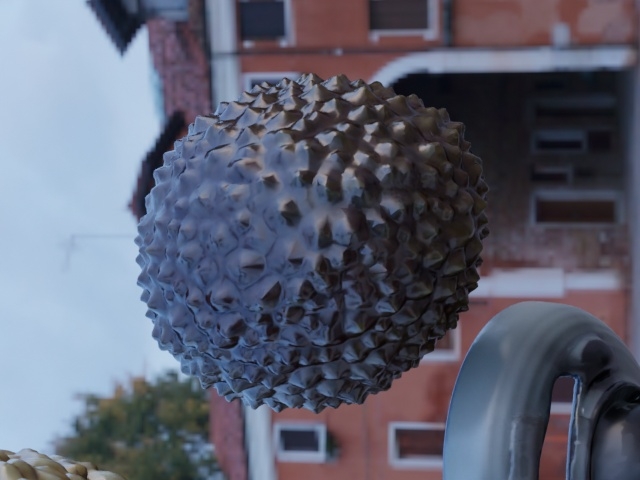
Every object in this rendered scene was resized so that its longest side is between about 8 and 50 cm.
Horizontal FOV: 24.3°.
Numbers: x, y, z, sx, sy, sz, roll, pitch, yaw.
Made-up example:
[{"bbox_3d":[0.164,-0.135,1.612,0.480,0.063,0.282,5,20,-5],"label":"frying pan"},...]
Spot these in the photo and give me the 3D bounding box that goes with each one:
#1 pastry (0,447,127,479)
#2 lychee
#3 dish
[{"bbox_3d":[-0.079,0.196,0.539,0.184,0.316,0.284,-52,-6,-22],"label":"pastry"},{"bbox_3d":[0.000,0.000,1.104,0.267,0.268,0.267,0,-90,-81],"label":"lychee"},{"bbox_3d":[0.223,0.180,1.166,0.273,0.134,0.273,9,-102,-50],"label":"dish"}]
